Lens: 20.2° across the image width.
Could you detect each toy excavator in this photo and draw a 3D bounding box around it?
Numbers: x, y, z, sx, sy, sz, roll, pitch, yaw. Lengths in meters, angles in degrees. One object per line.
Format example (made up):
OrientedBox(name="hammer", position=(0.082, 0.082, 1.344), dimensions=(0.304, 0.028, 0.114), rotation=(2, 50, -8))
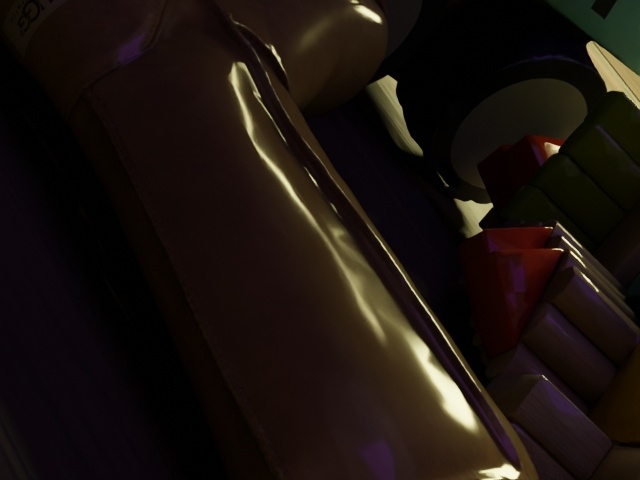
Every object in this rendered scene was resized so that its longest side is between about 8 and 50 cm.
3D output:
OrientedBox(name="toy excavator", position=(0.190, -0.237, 0.965), dimensions=(0.433, 0.445, 0.222), rotation=(28, 28, -43))

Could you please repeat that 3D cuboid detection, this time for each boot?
OrientedBox(name="boot", position=(0.000, 0.000, 0.671), dimensions=(0.236, 0.089, 0.269), rotation=(1, 49, -50))

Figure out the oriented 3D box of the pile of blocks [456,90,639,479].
OrientedBox(name="pile of blocks", position=(0.125, 0.009, 0.804), dimensions=(0.112, 0.149, 0.362), rotation=(42, 21, -14))
